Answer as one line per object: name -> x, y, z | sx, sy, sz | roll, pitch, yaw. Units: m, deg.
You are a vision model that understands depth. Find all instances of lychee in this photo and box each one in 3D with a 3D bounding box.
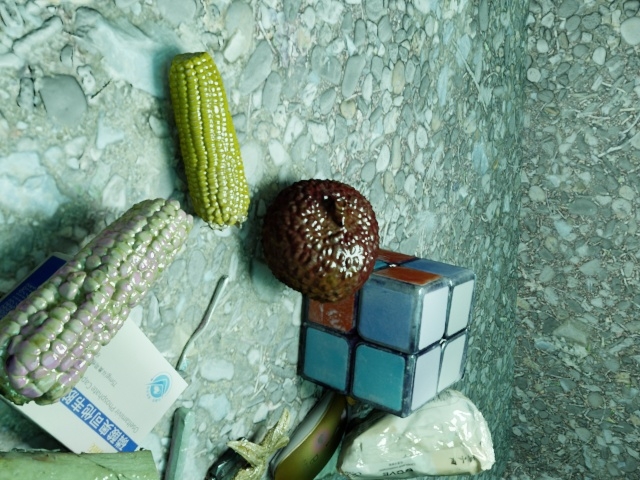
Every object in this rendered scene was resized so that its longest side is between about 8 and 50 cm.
lychee -> 0.000, 0.000, 1.144 | 0.261, 0.261, 0.260 | -21, 117, -49

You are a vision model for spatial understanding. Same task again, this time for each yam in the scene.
yam -> -0.352, 0.395, 0.774 | 0.272, 0.202, 0.201 | 5, 141, -30

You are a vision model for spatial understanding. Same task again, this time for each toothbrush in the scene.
toothbrush -> -0.227, 0.158, 1.067 | 0.022, 0.017, 0.204 | 36, 71, -41

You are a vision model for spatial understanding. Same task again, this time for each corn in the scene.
corn -> -0.194, -0.166, 0.947 | 0.106, 0.106, 0.304 | -32, 120, -44
corn -> -0.304, 0.067, 0.743 | 0.335, 0.127, 0.126 | -57, 139, -30

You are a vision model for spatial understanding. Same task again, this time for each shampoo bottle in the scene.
shampoo bottle -> -0.208, 0.485, 1.185 | 0.137, 0.027, 0.048 | -44, 142, -37

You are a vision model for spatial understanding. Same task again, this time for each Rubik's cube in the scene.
Rubik's cube -> 0.167, 0.207, 1.358 | 0.313, 0.319, 0.315 | -9, 107, -52

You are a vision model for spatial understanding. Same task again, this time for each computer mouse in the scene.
computer mouse -> -0.010, 0.517, 1.427 | 0.310, 0.072, 0.158 | -43, 134, -39

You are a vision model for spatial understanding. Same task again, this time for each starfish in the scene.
starfish -> -0.143, 0.487, 1.231 | 0.235, 0.062, 0.277 | -58, 157, -3

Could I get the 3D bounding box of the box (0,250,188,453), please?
box -> -0.367, 0.204, 0.852 | 0.200, 0.065, 0.343 | -52, 137, -30

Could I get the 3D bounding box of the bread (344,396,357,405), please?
bread -> 0.084, 0.404, 1.525 | 0.110, 0.025, 0.109 | -11, 90, -75

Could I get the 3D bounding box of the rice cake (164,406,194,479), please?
rice cake -> -0.280, 0.426, 1.065 | 0.033, 0.033, 0.207 | 8, 94, -56

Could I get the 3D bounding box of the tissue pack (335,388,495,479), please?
tissue pack -> 0.228, 0.495, 1.418 | 0.390, 0.376, 0.194 | 33, 45, -81
